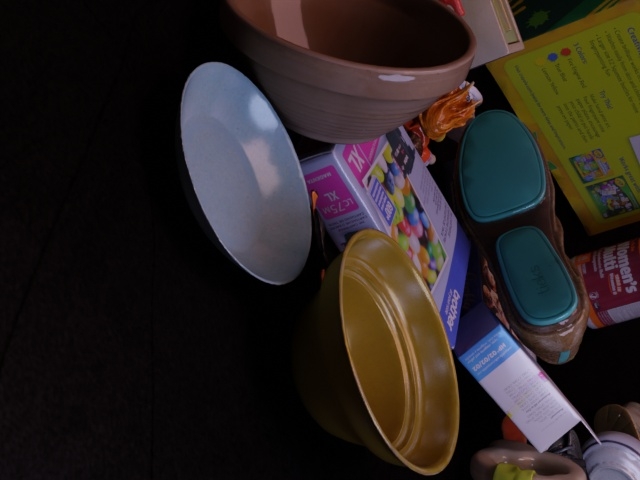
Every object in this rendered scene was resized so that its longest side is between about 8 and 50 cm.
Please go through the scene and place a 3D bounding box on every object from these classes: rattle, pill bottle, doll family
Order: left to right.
[{"bbox_3d":[0.105,-0.204,1.378,0.263,0.118,0.163,60,28,-23],"label":"doll family"},{"bbox_3d":[0.224,0.286,1.347,0.200,0.130,0.143,-118,-161,-84],"label":"rattle"},{"bbox_3d":[0.506,0.054,1.886,0.121,0.221,0.121,43,37,-45],"label":"pill bottle"}]

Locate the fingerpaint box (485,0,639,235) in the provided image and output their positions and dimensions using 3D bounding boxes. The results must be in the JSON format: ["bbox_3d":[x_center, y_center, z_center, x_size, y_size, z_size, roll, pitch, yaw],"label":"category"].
[{"bbox_3d":[0.514,-0.250,1.938,0.445,0.371,0.163,50,33,-37],"label":"fingerpaint box"}]

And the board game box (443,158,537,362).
[{"bbox_3d":[0.213,0.035,1.520,0.165,0.042,0.243,44,37,-44],"label":"board game box"}]

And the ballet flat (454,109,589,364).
[{"bbox_3d":[0.232,0.002,1.398,0.124,0.116,0.342,68,5,-48],"label":"ballet flat"}]

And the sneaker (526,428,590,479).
[{"bbox_3d":[0.265,0.293,1.405,0.130,0.087,0.227,67,23,-4],"label":"sneaker"}]

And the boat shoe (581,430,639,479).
[{"bbox_3d":[0.383,0.431,1.514,0.156,0.135,0.367,-25,105,-61],"label":"boat shoe"}]

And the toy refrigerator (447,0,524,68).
[{"bbox_3d":[0.198,-0.380,1.712,0.102,0.094,0.270,-28,99,-65],"label":"toy refrigerator"}]

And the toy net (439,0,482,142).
[{"bbox_3d":[0.154,-0.233,1.493,0.045,0.122,0.232,-35,102,-43],"label":"toy net"}]

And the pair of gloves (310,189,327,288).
[{"bbox_3d":[0.000,0.000,1.114,0.083,0.010,0.074,85,-2,-70],"label":"pair of gloves"}]

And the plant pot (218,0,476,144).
[{"bbox_3d":[0.016,-0.165,1.130,0.237,0.237,0.110,-62,170,-57],"label":"plant pot"}]

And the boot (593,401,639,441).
[{"bbox_3d":[0.477,0.343,1.805,0.165,0.077,0.213,10,62,-64],"label":"boot"}]

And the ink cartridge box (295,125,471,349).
[{"bbox_3d":[0.082,-0.013,1.274,0.311,0.065,0.186,59,28,-27],"label":"ink cartridge box"}]

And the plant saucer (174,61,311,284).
[{"bbox_3d":[-0.072,-0.052,1.015,0.195,0.037,0.195,43,38,-46],"label":"plant saucer"}]

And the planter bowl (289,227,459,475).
[{"bbox_3d":[0.035,0.105,1.060,0.217,0.090,0.217,42,39,-45],"label":"planter bowl"}]

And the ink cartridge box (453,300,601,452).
[{"bbox_3d":[0.221,0.162,1.340,0.181,0.061,0.104,49,6,-10],"label":"ink cartridge box"}]
